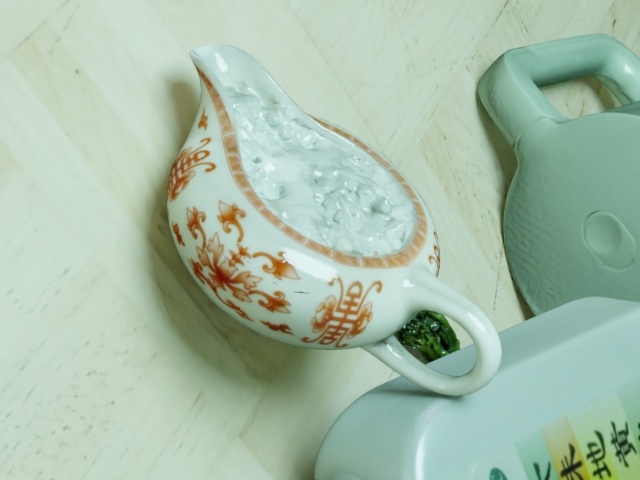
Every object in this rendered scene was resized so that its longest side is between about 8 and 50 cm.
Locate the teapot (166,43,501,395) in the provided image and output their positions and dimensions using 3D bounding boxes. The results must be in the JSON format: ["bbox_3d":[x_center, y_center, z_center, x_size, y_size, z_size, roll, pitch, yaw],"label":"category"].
[{"bbox_3d":[0.000,0.000,0.666,0.245,0.116,0.159,37,25,12],"label":"teapot"}]

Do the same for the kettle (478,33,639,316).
[{"bbox_3d":[0.306,-0.057,0.991,0.318,0.205,0.265,-18,97,-47],"label":"kettle"}]

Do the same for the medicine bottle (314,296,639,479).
[{"bbox_3d":[0.107,0.157,0.711,0.324,0.124,0.179,-18,104,-31],"label":"medicine bottle"}]

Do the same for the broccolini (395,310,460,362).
[{"bbox_3d":[0.097,0.095,0.832,0.051,0.054,0.239,-40,119,-8],"label":"broccolini"}]
